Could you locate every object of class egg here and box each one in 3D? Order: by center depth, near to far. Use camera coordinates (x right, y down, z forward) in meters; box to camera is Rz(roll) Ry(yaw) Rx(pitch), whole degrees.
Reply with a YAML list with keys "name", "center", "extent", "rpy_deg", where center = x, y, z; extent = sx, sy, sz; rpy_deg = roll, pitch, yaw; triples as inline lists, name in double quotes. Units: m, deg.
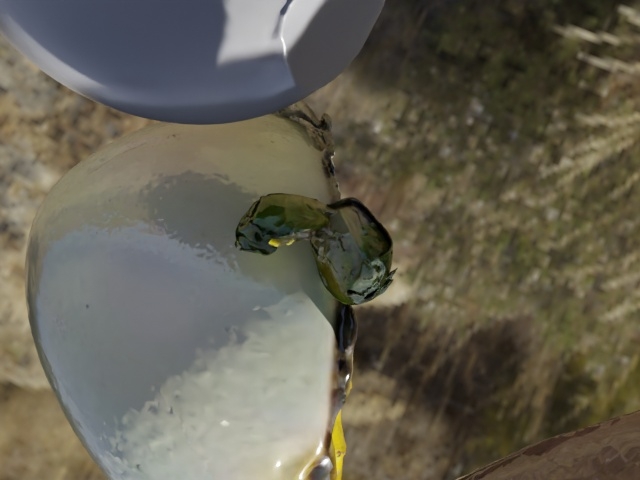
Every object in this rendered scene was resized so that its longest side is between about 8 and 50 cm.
- name: "egg"
  center: [-0.082, -0.152, 0.777]
  extent: [0.232, 0.176, 0.176]
  rpy_deg: [32, 154, 18]
- name: "egg"
  center: [-0.087, 0.060, 0.979]
  extent: [0.174, 0.264, 0.286]
  rpy_deg: [-1, 116, -13]

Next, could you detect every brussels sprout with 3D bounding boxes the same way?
- name: "brussels sprout"
  center: [-0.001, -0.001, 0.843]
  extent: [0.083, 0.051, 0.046]
  rpy_deg: [28, 143, -25]

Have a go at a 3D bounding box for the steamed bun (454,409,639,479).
- name: "steamed bun"
  center: [0.106, 0.186, 0.560]
  extent: [0.199, 0.251, 0.301]
  rpy_deg: [8, 143, -26]
